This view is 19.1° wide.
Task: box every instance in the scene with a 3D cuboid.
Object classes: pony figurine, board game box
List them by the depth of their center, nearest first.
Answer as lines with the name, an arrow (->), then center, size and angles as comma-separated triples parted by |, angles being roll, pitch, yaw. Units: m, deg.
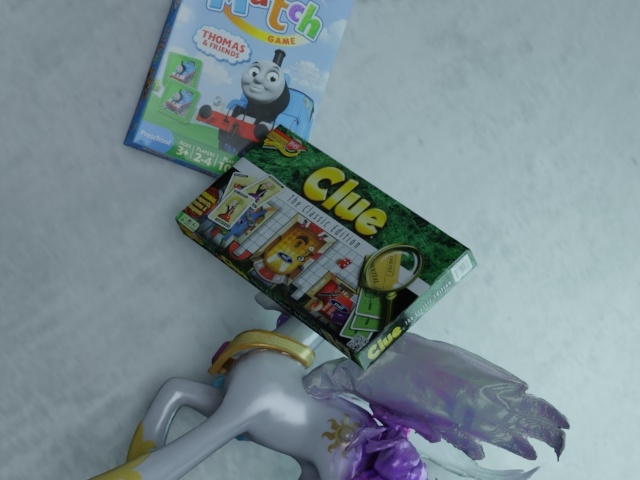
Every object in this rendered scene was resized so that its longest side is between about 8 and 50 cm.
board game box -> 0.000, 0.000, 1.651 | 0.136, 0.260, 0.030 | -41, 138, -16
pony figurine -> 0.012, 0.167, 1.674 | 0.351, 0.303, 0.363 | 33, 70, 6
board game box -> -0.073, -0.162, 1.766 | 0.160, 0.039, 0.211 | 20, 82, -18
